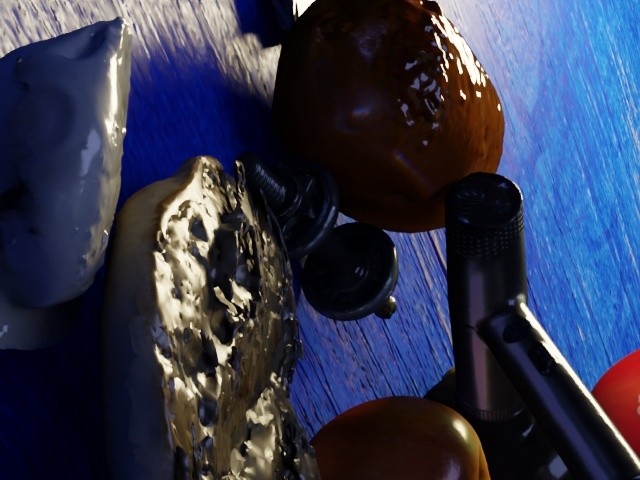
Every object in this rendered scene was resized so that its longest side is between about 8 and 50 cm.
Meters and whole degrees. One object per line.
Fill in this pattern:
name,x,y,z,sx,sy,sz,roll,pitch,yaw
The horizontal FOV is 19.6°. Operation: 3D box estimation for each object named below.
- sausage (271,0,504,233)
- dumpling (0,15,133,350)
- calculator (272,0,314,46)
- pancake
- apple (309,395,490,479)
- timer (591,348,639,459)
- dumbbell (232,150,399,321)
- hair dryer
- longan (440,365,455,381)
sausage,0.056,-0.094,1.410,0.268,0.153,0.141,41,56,-66
dumpling,-0.149,-0.030,1.008,0.150,0.092,0.176,83,6,-63
calculator,0.004,-0.260,1.494,0.274,0.028,0.166,-44,124,-62
pancake,-0.057,0.134,1.146,0.382,0.071,0.382,-4,90,-79
apple,0.055,0.196,1.378,0.163,0.139,0.163,-8,90,-80
timer,0.439,0.292,2.057,0.378,0.279,0.378,-9,90,-66
dumbbell,0.000,0.000,1.360,0.254,0.081,0.081,46,43,-54
hair dryer,0.149,0.148,1.417,0.320,0.156,0.284,82,-2,-56
longan,0.131,0.146,1.653,0.083,0.075,0.075,6,77,-30
